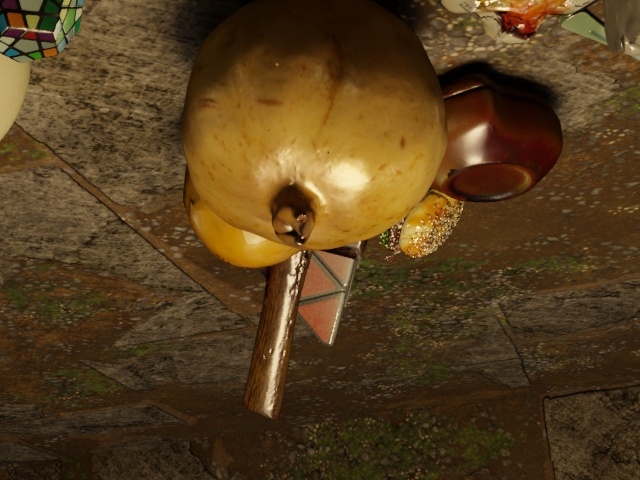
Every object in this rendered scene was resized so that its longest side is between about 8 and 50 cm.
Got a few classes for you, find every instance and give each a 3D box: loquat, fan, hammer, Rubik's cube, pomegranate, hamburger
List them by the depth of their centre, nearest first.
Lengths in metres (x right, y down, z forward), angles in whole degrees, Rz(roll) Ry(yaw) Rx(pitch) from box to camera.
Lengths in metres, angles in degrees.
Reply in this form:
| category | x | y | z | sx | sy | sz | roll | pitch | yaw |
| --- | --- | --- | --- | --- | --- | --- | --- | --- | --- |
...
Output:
| category | x | y | z | sx | sy | sz | roll | pitch | yaw |
| --- | --- | --- | --- | --- | --- | --- | --- | --- | --- |
| Rubik's cube | -0.332 | -0.266 | 1.322 | 0.112 | 0.133 | 0.133 | -43 | 144 | 15 |
| pomegranate | -0.019 | -0.130 | 1.423 | 0.342 | 0.342 | 0.342 | -4 | 158 | -1 |
| fan | 0.388 | -0.269 | 1.570 | 0.193 | 0.016 | 0.038 | 16 | 149 | -39 |
| loquat | -0.087 | -0.076 | 1.690 | 0.235 | 0.235 | 0.235 | -4 | 158 | -1 |
| hamburger | 0.168 | -0.050 | 1.871 | 0.164 | 0.093 | 0.189 | -11 | 132 | -61 |
| hammer | -0.067 | 0.099 | 1.907 | 0.242 | 0.408 | 0.095 | 13 | -160 | 5 |
| Rubik's cube | -0.002 | -0.001 | 2.002 | 0.228 | 0.229 | 0.233 | -37 | 119 | -14 |

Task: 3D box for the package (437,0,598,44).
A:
| category | x | y | z | sx | sy | sz | roll | pitch | yaw |
| --- | --- | --- | --- | --- | --- | --- | --- | --- | --- |
| package | 0.273 | -0.307 | 1.429 | 0.232 | 0.040 | 0.166 | -20 | 153 | 31 |

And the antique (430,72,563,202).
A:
| category | x | y | z | sx | sy | sz | roll | pitch | yaw |
| --- | --- | --- | --- | --- | --- | --- | --- | --- | --- |
| antique | 0.239 | -0.140 | 1.714 | 0.223 | 0.129 | 0.278 | -13 | 159 | 15 |

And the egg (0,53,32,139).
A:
| category | x | y | z | sx | sy | sz | roll | pitch | yaw |
| --- | --- | --- | --- | --- | --- | --- | --- | --- | --- |
| egg | -0.484 | -0.175 | 1.445 | 0.264 | 0.174 | 0.286 | 2 | 154 | -24 |

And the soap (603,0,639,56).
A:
| category | x | y | z | sx | sy | sz | roll | pitch | yaw |
| --- | --- | --- | --- | --- | --- | --- | --- | --- | --- |
| soap | 0.497 | -0.314 | 1.111 | 0.435 | 0.213 | 0.350 | -7 | -179 | 7 |
